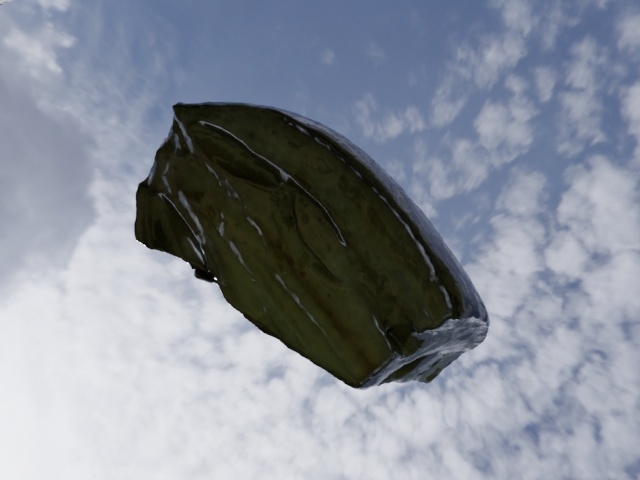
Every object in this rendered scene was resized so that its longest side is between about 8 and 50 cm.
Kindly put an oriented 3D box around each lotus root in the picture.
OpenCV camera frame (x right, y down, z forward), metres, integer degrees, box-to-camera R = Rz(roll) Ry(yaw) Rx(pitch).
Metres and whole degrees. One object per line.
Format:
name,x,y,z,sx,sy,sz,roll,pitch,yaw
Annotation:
lotus root,0.002,0.001,0.897,0.314,0.142,0.210,43,-61,20

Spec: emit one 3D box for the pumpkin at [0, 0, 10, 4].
pumpkin,-0.220,-0.282,0.569,0.315,0.238,0.315,-6,-102,31
